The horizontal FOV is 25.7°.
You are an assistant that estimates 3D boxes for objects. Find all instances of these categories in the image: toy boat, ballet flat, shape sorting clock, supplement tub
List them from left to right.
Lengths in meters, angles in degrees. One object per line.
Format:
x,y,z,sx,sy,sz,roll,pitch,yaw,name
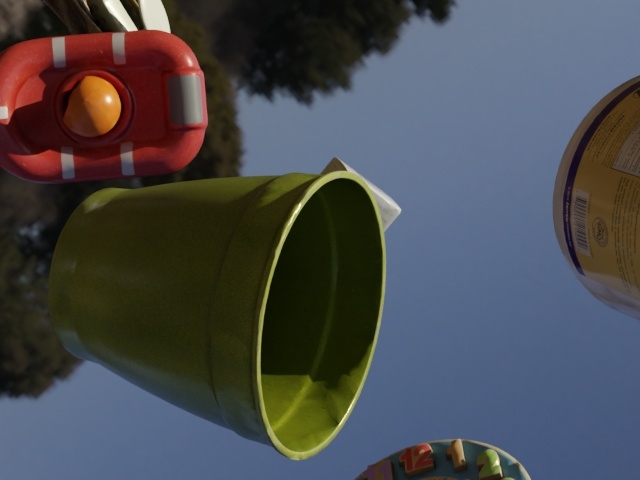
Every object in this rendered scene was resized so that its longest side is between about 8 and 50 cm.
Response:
-0.230,-0.133,1.402,0.231,0.150,0.151,-5,-175,-4,toy boat
-0.254,-0.286,1.564,0.124,0.342,0.116,-24,-164,39,ballet flat
0.094,0.255,1.270,0.206,0.040,0.206,-18,-152,10,shape sorting clock
0.373,-0.013,1.174,0.241,0.241,0.331,-42,-156,-7,supplement tub

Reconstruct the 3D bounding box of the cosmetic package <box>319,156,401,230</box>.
0.000,0.000,2.131,0.231,0.117,0.085,-52,-156,8,cosmetic package

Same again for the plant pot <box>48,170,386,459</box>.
-0.147,0.068,1.834,0.353,0.366,0.366,10,-141,25,plant pot
